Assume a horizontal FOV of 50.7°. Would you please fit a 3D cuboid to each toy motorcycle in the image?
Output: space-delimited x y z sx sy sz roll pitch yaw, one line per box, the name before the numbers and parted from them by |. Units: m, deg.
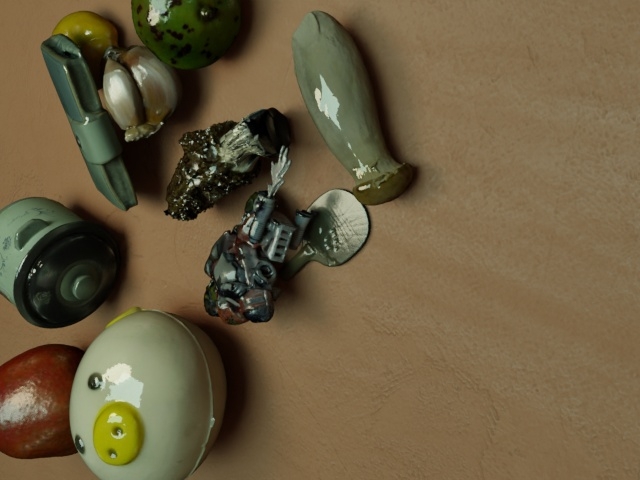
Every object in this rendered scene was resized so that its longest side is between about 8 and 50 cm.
toy motorcycle | -0.112 0.010 1.269 0.401 0.134 0.207 -62 38 18

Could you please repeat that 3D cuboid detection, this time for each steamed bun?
steamed bun | -0.355 0.330 1.399 0.333 0.333 0.374 25 105 29

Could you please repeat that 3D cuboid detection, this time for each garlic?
garlic | -0.366 -0.312 1.404 0.160 0.214 0.191 -12 103 -7

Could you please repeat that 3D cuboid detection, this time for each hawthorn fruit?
hawthorn fruit | -0.652 0.381 1.610 0.295 0.311 0.295 -7 81 52

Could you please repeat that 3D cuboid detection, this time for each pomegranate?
pomegranate | -0.267 -0.436 1.298 0.263 0.210 0.211 23 112 55

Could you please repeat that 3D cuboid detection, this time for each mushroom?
mushroom | 0.045 -0.224 1.159 0.128 0.128 0.350 -29 84 33

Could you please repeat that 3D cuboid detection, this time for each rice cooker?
rice cooker | -0.623 0.052 1.571 0.316 0.264 0.317 35 155 19

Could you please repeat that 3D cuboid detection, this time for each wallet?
wallet | -0.488 -0.239 1.430 0.252 0.083 0.361 37 146 53

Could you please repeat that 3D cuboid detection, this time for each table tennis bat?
table tennis bat | 0.000 0.000 1.285 0.234 0.022 0.131 -42 74 29

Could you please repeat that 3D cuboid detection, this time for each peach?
peach | -0.527 -0.425 1.524 0.179 0.103 0.179 4 100 26

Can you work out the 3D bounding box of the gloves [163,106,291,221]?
gloves | -0.197 -0.151 1.295 0.312 0.210 0.135 -35 116 25
